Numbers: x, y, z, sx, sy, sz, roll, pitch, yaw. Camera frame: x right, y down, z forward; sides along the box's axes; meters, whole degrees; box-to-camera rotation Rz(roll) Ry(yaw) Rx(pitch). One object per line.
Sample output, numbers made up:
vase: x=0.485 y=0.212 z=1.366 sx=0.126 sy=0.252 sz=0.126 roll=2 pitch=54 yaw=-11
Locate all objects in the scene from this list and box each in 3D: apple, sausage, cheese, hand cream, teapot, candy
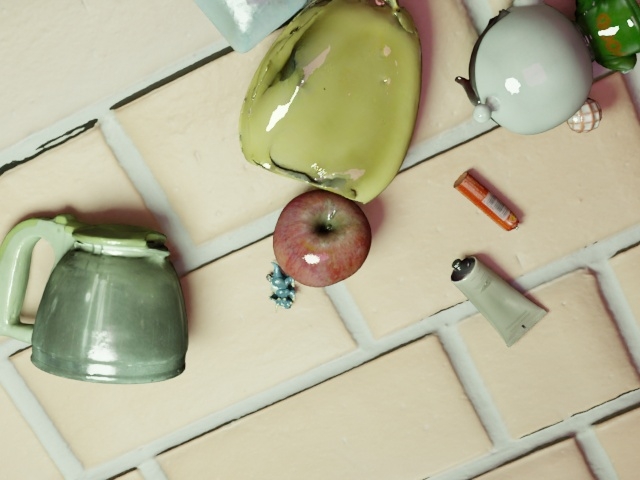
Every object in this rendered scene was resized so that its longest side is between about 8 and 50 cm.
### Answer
apple: x=0.000 y=0.000 z=1.683 sx=0.154 sy=0.153 sz=0.120 roll=6 pitch=153 yaw=-3
sausage: x=0.268 y=-0.057 z=1.723 sx=0.129 sy=0.034 sz=0.034 roll=38 pitch=106 yaw=-14
cheese: x=0.028 y=-0.226 z=1.612 sx=0.260 sy=0.128 sz=0.315 roll=13 pitch=113 yaw=-17
hand cream: x=0.281 y=0.092 z=1.774 sx=0.087 sy=0.054 sz=0.186 roll=-44 pitch=112 yaw=10
teapot: x=-0.346 y=0.083 z=1.709 sx=0.240 sy=0.322 sz=0.239 roll=1 pitch=98 yaw=-43
candy: x=-0.120 y=-0.374 z=1.576 sx=0.138 sy=0.071 sz=0.174 roll=-37 pitch=106 yaw=13

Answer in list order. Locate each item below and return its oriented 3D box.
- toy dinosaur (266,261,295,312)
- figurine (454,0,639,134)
toy dinosaur: x=-0.065 y=0.075 z=1.771 sx=0.047 sy=0.030 sz=0.083 roll=-2 pitch=111 yaw=-2
figurine: x=0.368 y=-0.281 z=1.572 sx=0.370 sy=0.167 sz=0.281 roll=-29 pitch=113 yaw=1
